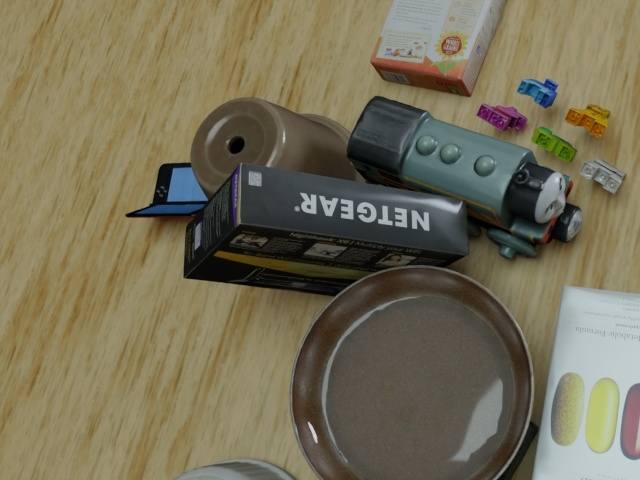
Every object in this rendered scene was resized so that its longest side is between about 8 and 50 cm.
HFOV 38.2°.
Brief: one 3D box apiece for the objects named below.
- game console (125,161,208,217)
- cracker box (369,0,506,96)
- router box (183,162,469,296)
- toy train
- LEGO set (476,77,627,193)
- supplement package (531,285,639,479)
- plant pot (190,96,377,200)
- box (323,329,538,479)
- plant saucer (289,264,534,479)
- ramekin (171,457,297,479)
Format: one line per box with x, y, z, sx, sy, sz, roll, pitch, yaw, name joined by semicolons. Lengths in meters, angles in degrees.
-0.232;-0.084;1.519;0.144;0.085;0.124;1;73;24;game console
0.193;-0.351;1.432;0.155;0.067;0.232;17;81;28;cracker box
0.000;0.000;1.213;0.243;0.308;0.081;144;130;-60;router box
0.191;-0.087;1.268;0.334;0.190;0.142;25;84;29;toy train
0.347;-0.163;1.294;0.227;0.093;0.087;36;120;25;LEGO set
0.354;0.195;1.127;0.139;0.134;0.244;5;74;26;supplement package
-0.076;-0.099;1.373;0.263;0.229;0.263;-9;68;23;plant pot
0.141;0.243;1.211;0.232;0.127;0.149;28;85;29;box
0.111;0.185;1.144;0.310;0.050;0.311;-8;67;20;plant saucer
-0.135;0.432;1.269;0.272;0.127;0.273;-8;68;22;ramekin
